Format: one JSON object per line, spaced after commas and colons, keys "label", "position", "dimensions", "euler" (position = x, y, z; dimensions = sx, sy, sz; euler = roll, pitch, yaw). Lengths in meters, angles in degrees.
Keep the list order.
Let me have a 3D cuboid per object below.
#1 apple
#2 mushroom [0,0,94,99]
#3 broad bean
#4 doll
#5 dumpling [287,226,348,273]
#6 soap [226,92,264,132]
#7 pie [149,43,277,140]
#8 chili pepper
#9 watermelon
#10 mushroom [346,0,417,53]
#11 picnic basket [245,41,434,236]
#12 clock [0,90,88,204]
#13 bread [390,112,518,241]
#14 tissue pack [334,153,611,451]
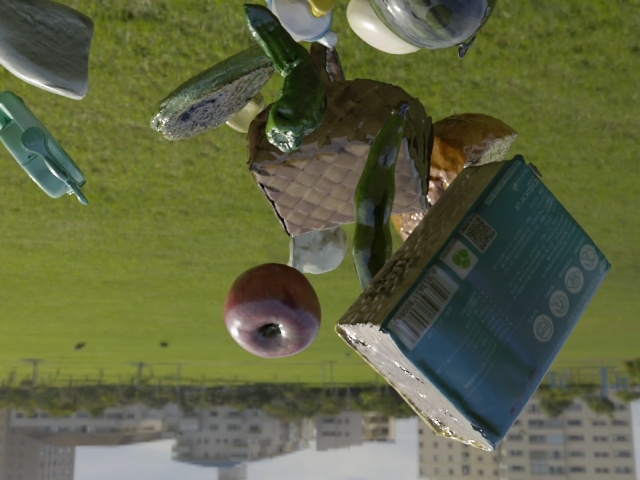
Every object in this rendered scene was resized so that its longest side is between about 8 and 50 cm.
{"label": "apple", "position": [-0.075, 0.105, 1.176], "dimensions": [0.154, 0.120, 0.153], "euler": [3, 129, 4]}
{"label": "mushroom", "position": [-0.522, -0.352, 1.227], "dimensions": [0.329, 0.159, 0.122], "euler": [21, 125, -25]}
{"label": "broad bean", "position": [0.072, -0.042, 0.996], "dimensions": [0.060, 0.297, 0.043], "euler": [7, 178, -13]}
{"label": "doll", "position": [-0.040, -0.362, 1.221], "dimensions": [0.135, 0.098, 0.241], "euler": [3, -170, -9]}
{"label": "dumpling", "position": [0.001, -0.001, 1.615], "dimensions": [0.169, 0.134, 0.100], "euler": [-2, -151, -25]}
{"label": "soap", "position": [-0.181, -0.311, 1.784], "dimensions": [0.089, 0.045, 0.140], "euler": [33, 140, -2]}
{"label": "pie", "position": [-0.197, -0.287, 1.486], "dimensions": [0.323, 0.070, 0.323], "euler": [-33, -177, 2]}
{"label": "chili pepper", "position": [-0.034, -0.173, 0.797], "dimensions": [0.073, 0.182, 0.050], "euler": [-3, 148, -21]}
{"label": "watermelon", "position": [0.240, -0.566, 1.653], "dimensions": [0.359, 0.279, 0.279], "euler": [46, 146, -22]}
{"label": "mushroom", "position": [0.194, -0.620, 2.072], "dimensions": [0.246, 0.202, 0.246], "euler": [16, 175, 1]}
{"label": "picnic basket", "position": [0.032, -0.203, 1.372], "dimensions": [0.337, 0.337, 0.293], "euler": [-4, 147, 17]}
{"label": "clock", "position": [-0.414, -0.128, 1.132], "dimensions": [0.060, 0.188, 0.148], "euler": [-39, 148, -10]}
{"label": "bread", "position": [0.242, -0.140, 1.556], "dimensions": [0.194, 0.179, 0.340], "euler": [-31, 154, -38]}
{"label": "tissue pack", "position": [0.170, 0.062, 0.841], "dimensions": [0.192, 0.271, 0.134], "euler": [48, 156, -14]}
